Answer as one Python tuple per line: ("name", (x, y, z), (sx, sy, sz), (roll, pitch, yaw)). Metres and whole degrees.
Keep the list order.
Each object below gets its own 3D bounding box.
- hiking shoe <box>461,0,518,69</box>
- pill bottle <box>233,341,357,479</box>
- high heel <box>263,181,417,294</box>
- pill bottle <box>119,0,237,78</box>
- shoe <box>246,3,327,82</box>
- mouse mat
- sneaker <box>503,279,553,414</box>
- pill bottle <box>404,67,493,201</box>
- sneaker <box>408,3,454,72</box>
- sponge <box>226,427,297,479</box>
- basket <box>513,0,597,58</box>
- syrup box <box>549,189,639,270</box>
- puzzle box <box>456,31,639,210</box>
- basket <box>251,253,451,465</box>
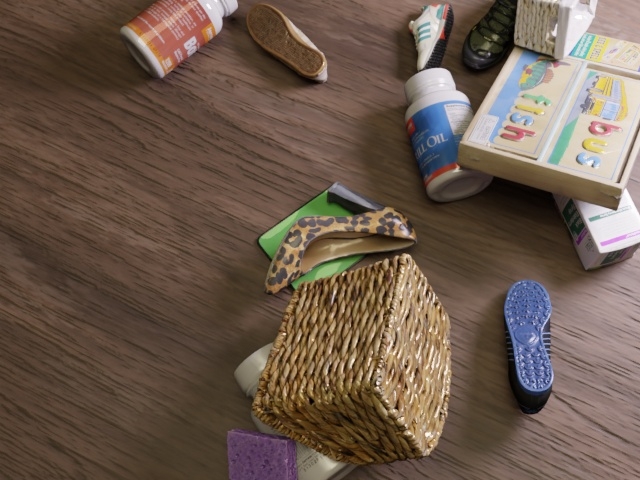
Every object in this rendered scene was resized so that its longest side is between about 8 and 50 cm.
("hiking shoe", (0.343, -0.427, 1.645), (0.086, 0.114, 0.227), (33, 74, 17))
("pill bottle", (-0.036, 0.280, 1.390), (0.131, 0.131, 0.229), (-34, 71, -9))
("high heel", (0.036, 0.025, 1.493), (0.186, 0.093, 0.261), (29, 64, 20))
("pill bottle", (-0.270, -0.422, 1.682), (0.216, 0.121, 0.121), (-41, 72, -11))
("shoe", (-0.064, -0.381, 1.692), (0.076, 0.058, 0.219), (-46, 68, 8))
("mouse mat", (0.000, 0.000, 1.562), (0.190, 0.007, 0.152), (-35, 71, -11))
("sneaker", (0.342, 0.176, 1.439), (0.082, 0.090, 0.232), (4, 48, 7))
("pill bottle", (0.221, -0.192, 1.558), (0.124, 0.124, 0.221), (-14, 68, -2))
("sneaker", (0.203, -0.389, 1.680), (0.075, 0.057, 0.161), (12, 71, 26))
("sponge", (-0.087, 0.400, 1.335), (0.117, 0.031, 0.210), (-2, 92, 34))
("basket", (0.429, -0.423, 1.573), (0.103, 0.113, 0.167), (20, 49, 24))
("syrup box", (0.468, -0.077, 1.512), (0.096, 0.093, 0.236), (-17, 69, -4))
("puzzle box", (0.433, -0.232, 1.504), (0.272, 0.052, 0.409), (18, 50, 18))
("basket", (0.065, 0.203, 1.359), (0.223, 0.213, 0.299), (-17, 34, 28))
